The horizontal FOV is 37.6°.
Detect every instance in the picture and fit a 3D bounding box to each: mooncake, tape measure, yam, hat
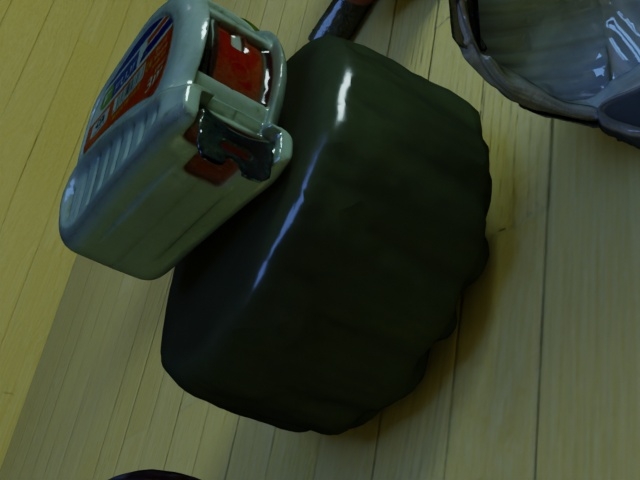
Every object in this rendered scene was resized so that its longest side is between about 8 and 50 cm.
[{"bbox_3d":[0.000,0.000,0.876,0.356,0.194,0.356,-52,22,32],"label":"mooncake"},{"bbox_3d":[-0.119,-0.093,0.827,0.243,0.125,0.246,-36,37,41],"label":"tape measure"},{"bbox_3d":[0.037,-0.322,1.312,0.132,0.054,0.054,-57,24,13],"label":"yam"},{"bbox_3d":[0.223,-0.186,0.644,0.275,0.161,0.232,-4,103,42],"label":"hat"}]

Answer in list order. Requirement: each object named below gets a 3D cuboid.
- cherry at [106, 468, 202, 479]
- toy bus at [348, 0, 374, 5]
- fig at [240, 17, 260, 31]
[{"bbox_3d":[-0.141,0.327,0.806,0.255,0.218,0.296,-129,57,-66],"label":"cherry"},{"bbox_3d":[0.081,-0.532,1.196,0.233,0.203,0.427,-38,30,65],"label":"toy bus"},{"bbox_3d":[-0.155,-0.181,1.453,0.233,0.233,0.314,-139,33,-66],"label":"fig"}]
